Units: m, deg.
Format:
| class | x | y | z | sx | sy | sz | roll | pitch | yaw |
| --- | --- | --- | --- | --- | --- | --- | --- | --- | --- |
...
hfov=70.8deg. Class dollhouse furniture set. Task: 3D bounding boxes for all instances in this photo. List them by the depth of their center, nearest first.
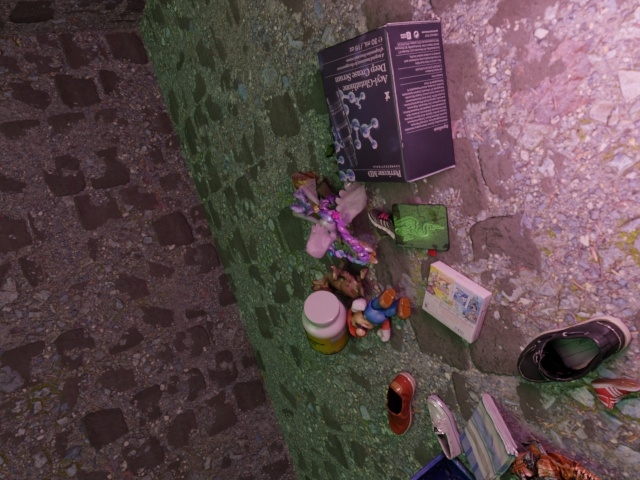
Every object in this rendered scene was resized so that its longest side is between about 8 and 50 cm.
| class | x | y | z | sx | sy | sz | roll | pitch | yaw |
| --- | --- | --- | --- | --- | --- | --- | --- | --- | --- |
| dollhouse furniture set | 0.076 | -0.280 | 1.652 | 0.152 | 0.076 | 0.058 | 59 | 148 | 18 |

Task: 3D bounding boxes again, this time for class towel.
| class | x | y | z | sx | sy | sz | roll | pitch | yaw |
| --- | --- | --- | --- | --- | --- | --- | --- | --- | --- |
| towel | 0.532 | 0.658 | 1.460 | 0.209 | 0.034 | 0.285 | -105 | 17 | -49 |

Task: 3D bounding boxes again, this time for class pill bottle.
| class | x | y | z | sx | sy | sz | roll | pitch | yaw |
| --- | --- | --- | --- | --- | --- | --- | --- | --- | --- |
| pill bottle | 0.021 | 0.348 | 1.902 | 0.188 | 0.188 | 0.334 | 49 | 164 | 30 |

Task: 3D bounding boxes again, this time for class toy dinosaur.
| class | x | y | z | sx | sy | sz | roll | pitch | yaw |
| --- | --- | --- | --- | --- | --- | --- | --- | --- | --- |
| toy dinosaur | 0.651 | 0.682 | 1.273 | 0.322 | 0.164 | 0.218 | 106 | 154 | -74 |
| toy dinosaur | 0.100 | 0.182 | 1.844 | 0.295 | 0.127 | 0.200 | 29 | 131 | 41 |

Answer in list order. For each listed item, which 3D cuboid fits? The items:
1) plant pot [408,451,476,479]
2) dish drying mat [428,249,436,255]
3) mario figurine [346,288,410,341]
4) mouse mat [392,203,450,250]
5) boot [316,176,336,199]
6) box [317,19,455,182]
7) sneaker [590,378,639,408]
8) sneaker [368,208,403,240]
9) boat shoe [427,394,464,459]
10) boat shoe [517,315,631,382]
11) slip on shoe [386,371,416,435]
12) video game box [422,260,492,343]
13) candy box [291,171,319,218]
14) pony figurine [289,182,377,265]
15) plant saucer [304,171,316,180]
| class | x | y | z | sx | sy | sz | roll | pitch | yaw |
| --- | --- | --- | --- | --- | --- | --- | --- | --- | --- |
| plant pot | 0.450 | 0.967 | 1.663 | 0.236 | 0.236 | 0.212 | 44 | 147 | 34 |
| dish drying mat | 0.357 | 0.008 | 1.452 | 0.032 | 0.008 | 0.083 | 16 | 120 | 52 |
| mario figurine | 0.200 | 0.305 | 1.716 | 0.198 | 0.170 | 0.320 | 61 | 146 | 10 |
| mouse mat | 0.317 | -0.044 | 1.434 | 0.189 | 0.007 | 0.153 | 5 | 113 | 39 |
| boot | 0.020 | -0.211 | 1.811 | 0.118 | 0.042 | 0.087 | -8 | 98 | 58 |
| box | 0.188 | -0.380 | 1.293 | 0.293 | 0.212 | 0.395 | 10 | 117 | 54 |
| sneaker | 0.716 | 0.369 | 1.078 | 0.118 | 0.042 | 0.067 | -33 | 76 | 66 |
| sneaker | 0.237 | -0.069 | 1.541 | 0.170 | 0.063 | 0.075 | 42 | 140 | 29 |
| boat shoe | 0.445 | 0.681 | 1.641 | 0.226 | 0.076 | 0.083 | 61 | 147 | 14 |
| boat shoe | 0.604 | 0.298 | 1.140 | 0.127 | 0.113 | 0.340 | 60 | 148 | 14 |
| slip on shoe | 0.310 | 0.673 | 1.824 | 0.123 | 0.101 | 0.331 | 35 | 136 | 40 |
| video game box | 0.422 | 0.191 | 1.421 | 0.205 | 0.048 | 0.187 | 37 | 138 | 41 |
| candy box | -0.061 | -0.189 | 1.916 | 0.109 | 0.053 | 0.187 | 30 | 138 | 46 |
| pony figurine | 0.042 | -0.066 | 1.675 | 0.363 | 0.303 | 0.351 | 38 | 174 | 36 |
| plant saucer | -0.046 | -0.250 | 1.916 | 0.083 | 0.013 | 0.083 | 35 | 135 | 44 |
